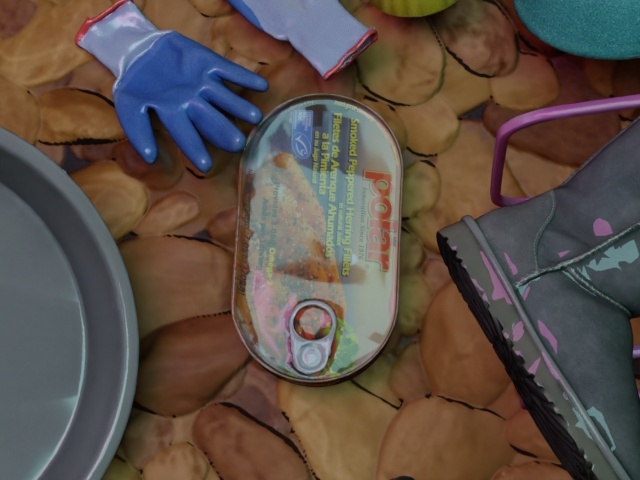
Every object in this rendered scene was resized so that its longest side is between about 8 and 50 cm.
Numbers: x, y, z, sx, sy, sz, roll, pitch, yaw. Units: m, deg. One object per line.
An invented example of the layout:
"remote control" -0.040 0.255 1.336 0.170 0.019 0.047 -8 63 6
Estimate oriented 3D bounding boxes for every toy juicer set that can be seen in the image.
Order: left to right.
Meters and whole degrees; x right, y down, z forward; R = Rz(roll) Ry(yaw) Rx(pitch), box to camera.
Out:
"toy juicer set" 0.206 -0.192 0.993 0.329 0.089 0.209 18 56 26

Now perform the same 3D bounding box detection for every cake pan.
"cake pan" -0.255 0.065 0.927 0.293 0.054 0.293 1 88 -24

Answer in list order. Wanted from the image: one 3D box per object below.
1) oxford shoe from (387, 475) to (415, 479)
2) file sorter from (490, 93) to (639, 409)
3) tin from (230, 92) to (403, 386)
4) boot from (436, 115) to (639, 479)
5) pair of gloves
"oxford shoe" 0.046 0.252 0.927 0.076 0.076 0.212 -19 76 29
"file sorter" 0.206 0.074 0.889 0.182 0.202 0.290 -8 75 4
"tin" 0.000 0.000 1.000 0.106 0.040 0.189 2 75 7
"boot" 0.185 0.014 0.773 0.209 0.076 0.189 -26 75 -6
"pair of gloves" -0.060 -0.139 1.027 0.198 0.023 0.159 -40 63 -6
